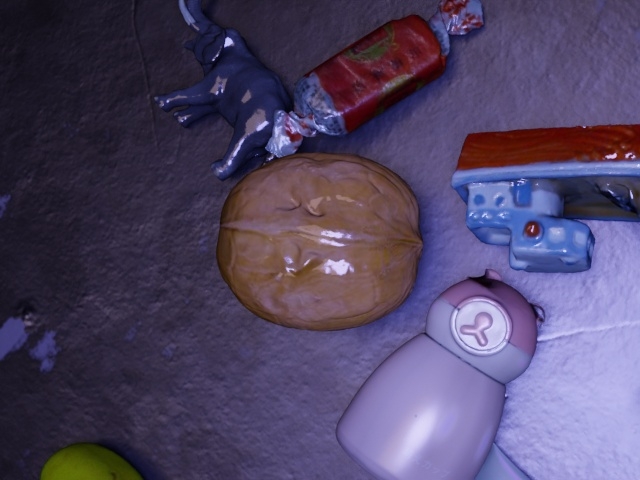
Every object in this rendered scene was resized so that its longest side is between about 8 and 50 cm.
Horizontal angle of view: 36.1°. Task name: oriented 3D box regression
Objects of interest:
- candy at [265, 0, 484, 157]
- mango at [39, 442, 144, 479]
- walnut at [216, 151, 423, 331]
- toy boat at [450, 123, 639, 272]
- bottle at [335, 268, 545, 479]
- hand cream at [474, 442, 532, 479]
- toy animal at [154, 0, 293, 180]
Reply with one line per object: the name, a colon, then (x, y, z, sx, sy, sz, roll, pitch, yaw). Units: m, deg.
candy: (0.059, -0.185, 1.091, 0.292, 0.059, 0.086, -32, 80, -3)
mango: (-0.256, 0.307, 1.139, 0.117, 0.089, 0.163, -34, 75, 11)
walnut: (0.000, 0.000, 1.044, 0.226, 0.193, 0.193, -5, 83, 18)
toy boat: (0.301, -0.033, 0.968, 0.332, 0.145, 0.133, 1, 74, 22)
bottle: (0.134, 0.142, 1.006, 0.147, 0.147, 0.236, 33, 92, 18)
hand cream: (0.232, 0.295, 1.011, 0.205, 0.050, 0.078, 35, 95, 22)
toy animal: (-0.124, -0.185, 1.157, 0.137, 0.082, 0.269, -34, 72, 8)
